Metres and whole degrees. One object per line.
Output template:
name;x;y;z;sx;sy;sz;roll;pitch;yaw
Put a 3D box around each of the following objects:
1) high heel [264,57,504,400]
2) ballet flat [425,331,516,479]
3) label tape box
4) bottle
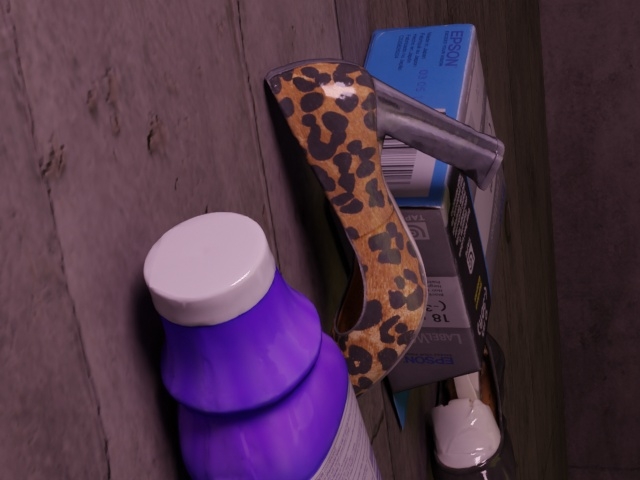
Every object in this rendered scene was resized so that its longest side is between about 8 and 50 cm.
high heel;0.000;0.000;0.854;0.261;0.186;0.093;-64;-161;11
ballet flat;0.162;0.194;1.289;0.280;0.095;0.096;-85;154;-52
label tape box;0.113;-0.004;1.104;0.333;0.106;0.240;70;26;-45
bottle;-0.029;0.109;0.670;0.118;0.092;0.282;-69;152;-42
